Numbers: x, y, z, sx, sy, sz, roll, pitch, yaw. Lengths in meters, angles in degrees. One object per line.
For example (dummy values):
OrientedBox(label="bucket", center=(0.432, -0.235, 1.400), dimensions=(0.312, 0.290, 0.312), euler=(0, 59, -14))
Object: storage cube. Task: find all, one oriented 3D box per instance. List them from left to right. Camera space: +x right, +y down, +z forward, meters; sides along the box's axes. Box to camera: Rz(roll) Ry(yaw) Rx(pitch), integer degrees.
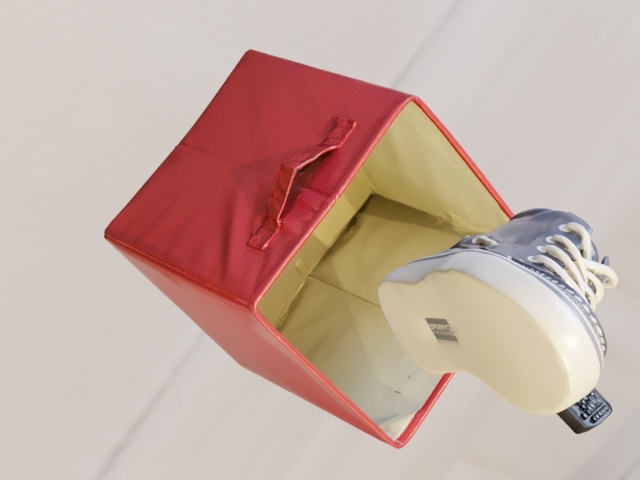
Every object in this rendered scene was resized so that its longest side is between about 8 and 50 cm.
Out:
OrientedBox(label="storage cube", center=(0.000, 0.000, 1.214), dimensions=(0.183, 0.193, 0.215), euler=(-53, 129, -12))

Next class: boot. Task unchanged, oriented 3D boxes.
OrientedBox(label="boot", center=(0.091, 0.018, 0.717), dimensions=(0.086, 0.190, 0.069), euler=(-30, 102, -13))

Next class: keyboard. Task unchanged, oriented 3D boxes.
OrientedBox(label="keyboard", center=(0.233, 0.124, 1.820), dimensions=(0.100, 0.192, 0.038), euler=(-33, 165, -47))
